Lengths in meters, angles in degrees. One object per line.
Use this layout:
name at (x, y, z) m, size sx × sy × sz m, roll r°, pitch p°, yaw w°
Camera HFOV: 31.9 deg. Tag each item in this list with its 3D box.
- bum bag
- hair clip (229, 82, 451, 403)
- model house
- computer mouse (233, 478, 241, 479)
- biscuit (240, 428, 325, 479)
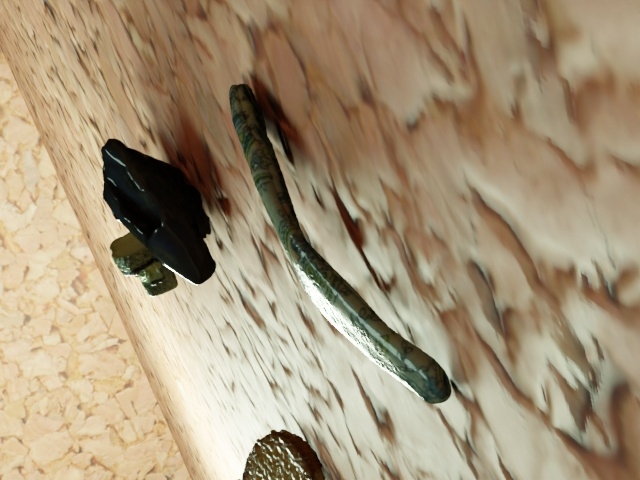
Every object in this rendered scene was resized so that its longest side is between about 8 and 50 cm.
bum bag at (-0.145, -0.030, 0.993) m, size 0.137 × 0.074 × 0.310 m, roll 54°, pitch 173°, yaw -8°
hair clip at (-0.002, 0.001, 0.613) m, size 0.229 × 0.036 × 0.066 m, roll 56°, pitch 171°, yaw 30°
model house at (-0.216, 0.035, 1.386) m, size 0.079 × 0.066 × 0.083 m, roll 39°, pitch 153°, yaw 63°
computer mouse at (-0.039, 0.339, 1.229) m, size 0.236 × 0.082 × 0.145 m, roll 5°, pitch 117°, yaw 60°
biscuit at (-0.044, 0.262, 1.100) m, size 0.126 × 0.025 × 0.206 m, roll 56°, pitch 137°, yaw 45°
